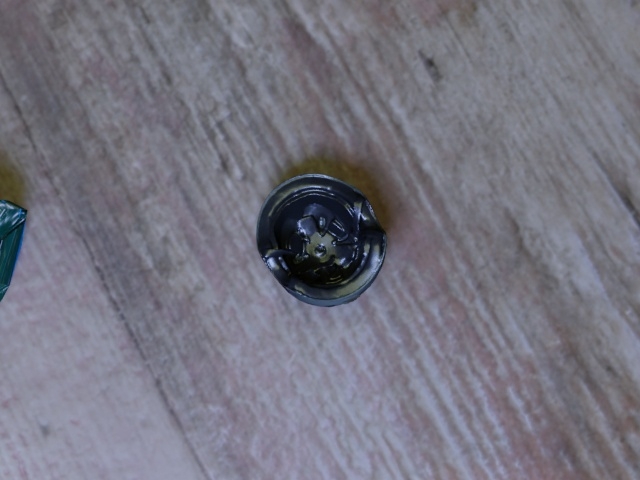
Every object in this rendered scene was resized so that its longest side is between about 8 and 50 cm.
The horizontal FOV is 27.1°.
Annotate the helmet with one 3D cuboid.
[{"bbox_3d":[0.006,0.012,1.702,0.153,0.107,0.177,-29,60,-3],"label":"helmet"}]

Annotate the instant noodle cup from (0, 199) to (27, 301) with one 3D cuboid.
[{"bbox_3d":[-0.506,0.018,1.641,0.178,0.240,0.240,26,79,13],"label":"instant noodle cup"}]
